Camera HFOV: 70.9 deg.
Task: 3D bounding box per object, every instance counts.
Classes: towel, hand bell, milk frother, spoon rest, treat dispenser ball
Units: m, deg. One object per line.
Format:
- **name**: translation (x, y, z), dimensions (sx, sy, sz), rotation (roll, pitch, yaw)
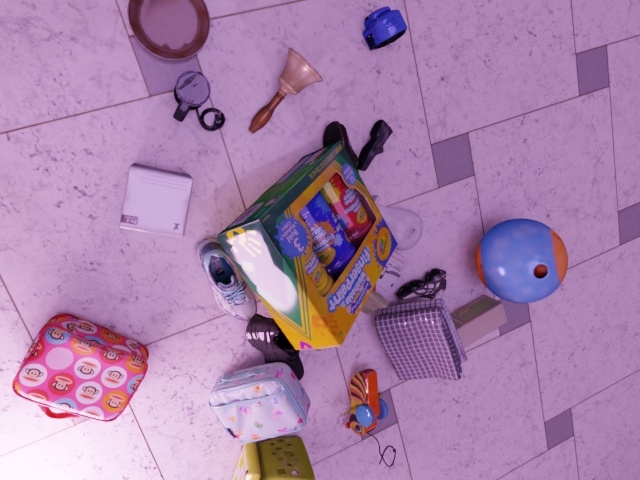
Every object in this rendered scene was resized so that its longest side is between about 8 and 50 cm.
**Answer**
- **towel**: translation (0.332, 0.342, 1.495), dimensions (0.234, 0.121, 0.284), rotation (-15, 110, 26)
- **towel**: translation (0.140, 0.191, 1.466), dimensions (0.148, 0.110, 0.027), rotation (36, 45, -25)
- **hand bell**: translation (-0.119, -0.399, 1.257), dimensions (0.126, 0.126, 0.242), rotation (39, 99, -22)
- **milk frother**: translation (-0.307, -0.357, 1.165), dimensions (0.143, 0.134, 0.129), rotation (8, 99, -21)
- **spoon rest**: translation (0.238, -0.065, 1.465), dimensions (0.276, 0.084, 0.137), rotation (34, 90, -36)
- **treat dispenser ball**: translation (0.679, 0.068, 1.527), dimensions (0.288, 0.288, 0.288), rotation (-4, 103, -19)

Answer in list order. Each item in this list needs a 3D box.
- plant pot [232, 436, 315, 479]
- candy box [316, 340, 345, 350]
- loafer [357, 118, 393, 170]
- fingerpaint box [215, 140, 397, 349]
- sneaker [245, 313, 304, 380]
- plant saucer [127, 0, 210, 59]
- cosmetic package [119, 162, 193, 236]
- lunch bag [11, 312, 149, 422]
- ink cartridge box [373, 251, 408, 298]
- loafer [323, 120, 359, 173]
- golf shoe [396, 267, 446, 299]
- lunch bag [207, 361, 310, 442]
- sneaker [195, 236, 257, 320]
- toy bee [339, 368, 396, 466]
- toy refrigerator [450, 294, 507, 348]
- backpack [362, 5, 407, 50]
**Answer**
- **plant pot**: translation (-0.161, 0.767, 1.412), dimensions (0.207, 0.227, 0.228), rotation (16, 96, -16)
- **candy box**: translation (0.017, 0.250, 1.468), dimensions (0.105, 0.027, 0.206), rotation (-15, 106, -20)
- **loafer**: translation (0.172, -0.287, 1.394), dimensions (0.061, 0.062, 0.170), rotation (27, 93, -27)
- **fingerpaint box**: translation (0.000, 0.000, 1.205), dimensions (0.371, 0.163, 0.445), rotation (59, 41, -18)
- **sneaker**: translation (-0.112, 0.339, 1.357), dimensions (0.286, 0.130, 0.109), rotation (60, 43, -34)
- **plant saucer**: translation (-0.384, -0.563, 1.147), dimensions (0.198, 0.036, 0.199), rotation (-4, 102, -18)
- **cosmetic package**: translation (-0.418, -0.107, 1.151), dimensions (0.151, 0.183, 0.152), rotation (9, 98, -22)
- **lunch bag**: translation (-0.639, 0.362, 1.204), dimensions (0.293, 0.120, 0.258), rotation (31, 90, -23)
- **ink cartridge box**: translation (0.204, 0.098, 1.483), dimensions (0.109, 0.063, 0.151), rotation (29, 92, -22)
- **loafer**: translation (0.070, -0.253, 1.364), dimensions (0.078, 0.080, 0.220), rotation (-30, 114, -45)
- **golf shoe**: translation (0.357, 0.174, 1.548), dimensions (0.198, 0.077, 0.094), rotation (-24, 108, -13)
- **lunch bag**: translation (-0.190, 0.483, 1.343), dimensions (0.279, 0.108, 0.224), rotation (-19, 114, 16)
- **sneaker**: translation (-0.267, 0.131, 1.287), dimensions (0.110, 0.122, 0.283), rotation (-33, 113, -11)
- **toy bee**: translation (0.137, 0.594, 1.528), dimensions (0.195, 0.162, 0.299), rotation (23, 61, -38)
- **toy refrigerator**: translation (0.527, 0.302, 1.623), dimensions (0.269, 0.102, 0.094), rotation (-27, 109, -12)
- **backpack**: translation (0.182, -0.614, 1.295), dimensions (0.098, 0.120, 0.101), rotation (-37, 111, -8)
